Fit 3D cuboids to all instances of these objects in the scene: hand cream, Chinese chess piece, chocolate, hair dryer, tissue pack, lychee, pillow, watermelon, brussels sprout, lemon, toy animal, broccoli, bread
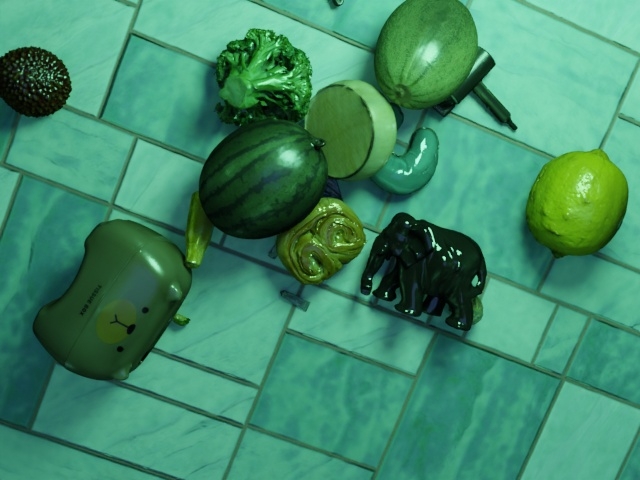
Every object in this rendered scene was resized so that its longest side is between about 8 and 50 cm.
[{"bbox_3d":[-0.072,0.165,1.899,0.093,0.019,0.030,29,96,-10],"label":"hand cream"},{"bbox_3d":[0.073,-0.278,1.736,0.104,0.257,0.257,-14,102,-44],"label":"Chinese chess piece"},{"bbox_3d":[-0.316,-0.027,1.763,0.085,0.086,0.219,11,55,-6],"label":"chocolate"},{"bbox_3d":[0.434,-0.367,1.844,0.248,0.078,0.195,42,95,-14],"label":"hair dryer"},{"bbox_3d":[-0.502,0.160,1.726,0.276,0.267,0.387,36,93,6],"label":"tissue pack"},{"bbox_3d":[-0.713,-0.395,1.691,0.188,0.188,0.188,-1,98,-5],"label":"lychee"},{"bbox_3d":[0.210,-0.237,1.833,0.233,0.086,0.214,30,90,-10],"label":"pillow"},{"bbox_3d":[-0.133,-0.156,1.692,0.359,0.279,0.279,-34,100,14],"label":"watermelon"},{"bbox_3d":[-0.396,0.202,1.864,0.051,0.046,0.083,-31,101,18],"label":"brussels sprout"},{"bbox_3d":[0.679,-0.099,1.806,0.260,0.260,0.284,-3,102,-4],"label":"lemon"},{"bbox_3d":[0.400,0.180,1.915,0.098,0.098,0.137,-6,54,-4],"label":"toy animal"},{"bbox_3d":[-0.149,-0.393,1.718,0.269,0.241,0.262,30,117,20],"label":"broccoli"},{"bbox_3d":[-0.002,-0.002,1.820,0.236,0.120,0.198,-38,101,2],"label":"bread"}]

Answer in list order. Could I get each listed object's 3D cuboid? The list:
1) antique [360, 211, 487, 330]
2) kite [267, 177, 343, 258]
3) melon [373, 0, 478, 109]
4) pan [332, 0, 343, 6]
[{"bbox_3d":[0.284,0.073,1.832,0.322,0.185,0.255,15,100,2],"label":"antique"},{"bbox_3d":[-0.047,-0.081,1.870,0.335,0.011,0.314,29,95,-7],"label":"kite"},{"bbox_3d":[0.260,-0.470,1.699,0.248,0.248,0.329,34,56,-8],"label":"melon"},{"bbox_3d":[-0.005,-0.715,1.774,0.136,0.028,0.235,-28,96,0],"label":"pan"}]
